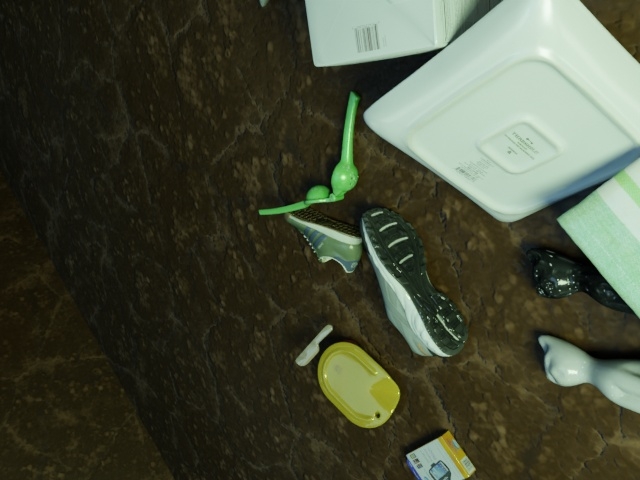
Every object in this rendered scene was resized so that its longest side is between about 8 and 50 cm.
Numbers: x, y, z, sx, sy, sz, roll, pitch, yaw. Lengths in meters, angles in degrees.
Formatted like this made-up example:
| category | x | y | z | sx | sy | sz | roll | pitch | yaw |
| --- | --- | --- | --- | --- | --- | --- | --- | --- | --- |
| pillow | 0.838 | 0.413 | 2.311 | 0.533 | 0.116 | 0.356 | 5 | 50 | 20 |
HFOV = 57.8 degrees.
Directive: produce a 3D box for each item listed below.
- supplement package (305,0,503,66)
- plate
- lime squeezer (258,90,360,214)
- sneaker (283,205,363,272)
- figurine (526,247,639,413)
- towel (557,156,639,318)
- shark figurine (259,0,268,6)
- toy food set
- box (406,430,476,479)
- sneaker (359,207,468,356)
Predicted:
| category | x | y | z | sx | sy | sz | roll | pitch | yaw |
| --- | --- | --- | --- | --- | --- | --- | --- | --- | --- |
| supplement package | 0.118 | -0.307 | 0.716 | 0.194 | 0.203 | 0.149 | 9 | 113 | 46 |
| plate | 0.229 | -0.121 | 0.664 | 0.277 | 0.045 | 0.278 | 30 | 147 | -23 |
| lime squeezer | -0.002 | -0.109 | 1.030 | 0.110 | 0.059 | 0.310 | 43 | 124 | 0 |
| sneaker | 0.000 | 0.000 | 1.094 | 0.192 | 0.064 | 0.086 | 23 | 118 | 37 |
| figurine | 0.362 | 0.116 | 0.736 | 0.209 | 0.092 | 0.215 | 10 | 115 | 55 |
| towel | 0.437 | -0.024 | 0.539 | 0.325 | 0.038 | 0.248 | -43 | 73 | 29 |
| shark figurine | -0.065 | -0.494 | 0.900 | 0.116 | 0.278 | 0.166 | 14 | 89 | 3 |
| toy food set | 0.069 | 0.264 | 1.145 | 0.218 | 0.071 | 0.128 | 42 | 110 | 26 |
| box | 0.215 | 0.410 | 1.067 | 0.081 | 0.028 | 0.136 | 55 | 141 | 15 |
| sneaker | 0.131 | 0.073 | 0.958 | 0.108 | 0.100 | 0.272 | -34 | 81 | 55 |
